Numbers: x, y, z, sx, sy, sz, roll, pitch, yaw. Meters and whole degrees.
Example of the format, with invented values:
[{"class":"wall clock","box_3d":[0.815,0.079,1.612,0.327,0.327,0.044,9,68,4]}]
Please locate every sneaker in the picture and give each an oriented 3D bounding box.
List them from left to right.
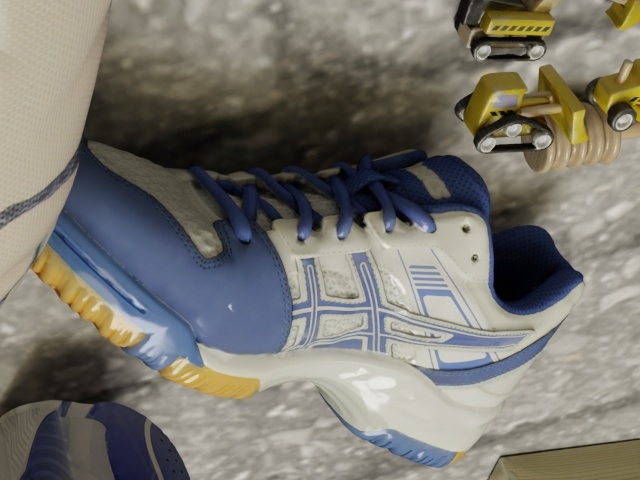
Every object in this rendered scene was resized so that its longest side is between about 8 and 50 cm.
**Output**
[{"class":"sneaker","box_3d":[-0.107,0.191,0.728,0.182,0.127,0.315,2,144,-29]},{"class":"sneaker","box_3d":[0.000,0.000,0.563,0.296,0.112,0.131,24,111,-46]}]

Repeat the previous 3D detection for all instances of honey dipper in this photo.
[{"class":"honey dipper","box_3d":[0.171,-0.058,0.605,0.161,0.030,0.030,-10,141,-16]}]

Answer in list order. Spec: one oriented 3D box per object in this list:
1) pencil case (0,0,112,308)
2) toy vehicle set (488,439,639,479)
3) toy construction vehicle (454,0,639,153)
[{"class":"pencil case","box_3d":[-0.127,-0.130,0.293,0.184,0.160,0.410,0,138,-20]},{"class":"toy vehicle set","box_3d":[0.172,0.235,0.944,0.166,0.035,0.267,-3,139,-18]},{"class":"toy construction vehicle","box_3d":[0.095,-0.073,0.509,0.098,0.086,0.035,-3,133,-17]}]
